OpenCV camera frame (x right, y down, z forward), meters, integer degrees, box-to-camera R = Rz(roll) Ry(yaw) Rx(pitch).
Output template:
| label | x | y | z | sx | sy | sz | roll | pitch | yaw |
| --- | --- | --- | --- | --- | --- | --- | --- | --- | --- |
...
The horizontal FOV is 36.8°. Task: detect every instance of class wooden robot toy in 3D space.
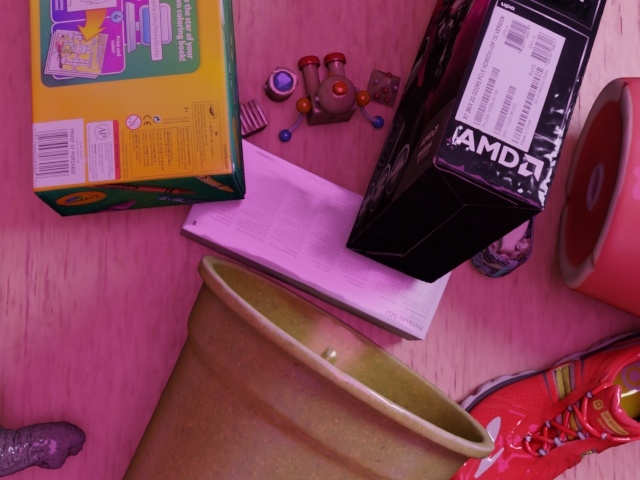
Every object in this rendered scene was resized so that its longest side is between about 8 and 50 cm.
| label | x | y | z | sx | sy | sz | roll | pitch | yaw |
| --- | --- | --- | --- | --- | --- | --- | --- | --- | --- |
| wooden robot toy | 0.001 | -0.139 | 0.884 | 0.173 | 0.079 | 0.076 | -10 | 87 | -11 |

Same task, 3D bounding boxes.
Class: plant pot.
| label | x | y | z | sx | sy | sz | roll | pitch | yaw |
| --- | --- | --- | --- | --- | --- | --- | --- | --- | --- |
| plant pot | 0.358 | -0.027 | 0.860 | 0.243 | 0.275 | 0.275 | 11 | 83 | 2 |
| plant pot | -0.044 | 0.191 | 0.776 | 0.276 | 0.276 | 0.254 | 32 | 92 | -6 |

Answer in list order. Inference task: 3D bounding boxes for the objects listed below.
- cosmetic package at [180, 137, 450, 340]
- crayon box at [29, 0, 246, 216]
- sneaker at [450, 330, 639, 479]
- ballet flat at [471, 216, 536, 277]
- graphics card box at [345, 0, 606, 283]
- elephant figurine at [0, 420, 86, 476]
| label | x | y | z | sx | sy | sz | roll | pitch | yaw |
| --- | --- | --- | --- | --- | --- | --- | --- | --- | --- |
| cosmetic package | 0.000 | 0.000 | 0.881 | 0.239 | 0.060 | 0.099 | 26 | 78 | -7 |
| crayon box | -0.158 | -0.170 | 0.826 | 0.165 | 0.081 | 0.279 | -5 | 78 | 2 |
| sneaker | 0.233 | 0.156 | 0.879 | 0.279 | 0.118 | 0.107 | -28 | 90 | -11 |
| ballet flat | 0.188 | -0.057 | 0.917 | 0.070 | 0.070 | 0.189 | 8 | 84 | -9 |
| graphics card box | 0.147 | -0.165 | 0.802 | 0.094 | 0.233 | 0.371 | 23 | 71 | -8 |
| elephant figurine | -0.351 | 0.141 | 0.781 | 0.239 | 0.186 | 0.169 | -33 | 48 | -21 |
